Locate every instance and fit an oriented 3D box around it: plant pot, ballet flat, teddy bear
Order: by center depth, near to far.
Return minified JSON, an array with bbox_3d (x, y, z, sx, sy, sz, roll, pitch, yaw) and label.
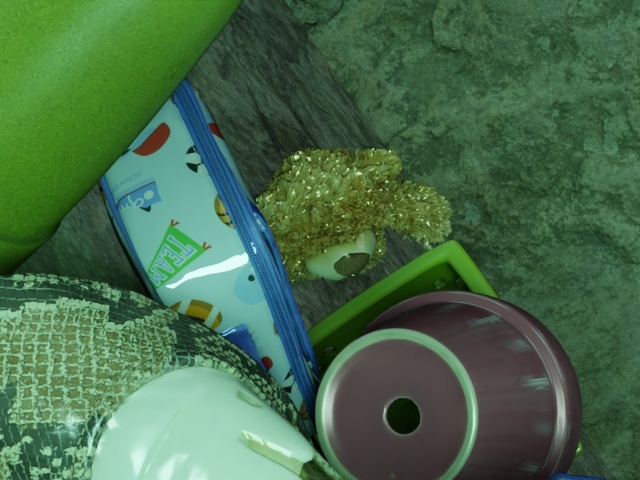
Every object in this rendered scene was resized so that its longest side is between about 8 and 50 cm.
[{"bbox_3d":[-0.033,0.181,0.910,0.182,0.164,0.483,17,-22,48],"label":"ballet flat"},{"bbox_3d":[-0.209,-0.199,0.931,0.366,0.353,0.366,49,13,-16],"label":"plant pot"},{"bbox_3d":[0.088,0.135,1.122,0.201,0.201,0.180,57,16,18],"label":"plant pot"},{"bbox_3d":[0.000,0.000,1.414,0.338,0.245,0.113,154,-65,-65],"label":"teddy bear"},{"bbox_3d":[0.127,0.172,1.468,0.227,0.228,0.207,60,8,29],"label":"plant pot"}]

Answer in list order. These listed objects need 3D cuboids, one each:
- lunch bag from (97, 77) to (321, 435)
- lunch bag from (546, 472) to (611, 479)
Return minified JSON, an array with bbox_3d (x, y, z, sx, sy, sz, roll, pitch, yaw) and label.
[{"bbox_3d":[-0.083,0.037,1.139,0.243,0.115,0.303,60,-7,37],"label":"lunch bag"},{"bbox_3d":[0.200,0.302,0.715,0.385,0.239,0.328,46,23,14],"label":"lunch bag"}]
